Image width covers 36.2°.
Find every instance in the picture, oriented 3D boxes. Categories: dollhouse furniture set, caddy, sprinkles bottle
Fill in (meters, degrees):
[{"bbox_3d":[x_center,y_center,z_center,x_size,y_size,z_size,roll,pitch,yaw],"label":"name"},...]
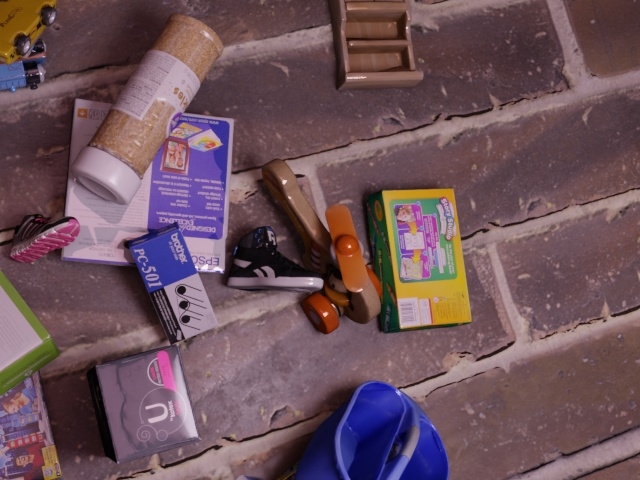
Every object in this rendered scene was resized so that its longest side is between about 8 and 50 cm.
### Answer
[{"bbox_3d":[0.149,-0.471,1.871,0.362,0.394,0.257,-5,82,-17],"label":"dollhouse furniture set"},{"bbox_3d":[0.108,0.399,1.747,0.241,0.179,0.341,45,29,-5],"label":"caddy"},{"bbox_3d":[-0.311,-0.240,1.772,0.121,0.121,0.355,31,73,-9],"label":"sprinkles bottle"}]

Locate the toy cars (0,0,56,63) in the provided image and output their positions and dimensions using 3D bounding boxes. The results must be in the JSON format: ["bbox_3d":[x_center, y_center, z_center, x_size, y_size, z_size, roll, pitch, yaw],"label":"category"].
[{"bbox_3d":[-0.582,-0.444,1.771,0.176,0.087,0.394,-11,56,-25],"label":"toy cars"}]

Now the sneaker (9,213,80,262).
[{"bbox_3d":[-0.494,-0.020,1.740,0.063,0.170,0.075,16,58,-48],"label":"sneaker"}]

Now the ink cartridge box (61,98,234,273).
[{"bbox_3d":[-0.324,-0.097,1.842,0.303,0.072,0.307,6,81,-16],"label":"ink cartridge box"}]

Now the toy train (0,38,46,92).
[{"bbox_3d":[-0.592,-0.320,1.799,0.184,0.080,0.105,-13,93,-21],"label":"toy train"}]

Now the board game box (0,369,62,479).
[{"bbox_3d":[-0.565,0.338,1.695,0.194,0.060,0.194,-12,84,-17],"label":"board game box"}]

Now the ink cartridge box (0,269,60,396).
[{"bbox_3d":[-0.607,0.186,1.661,0.255,0.097,0.189,-36,70,-18],"label":"ink cartridge box"}]

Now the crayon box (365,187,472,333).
[{"bbox_3d":[0.195,0.037,1.948,0.165,0.081,0.279,-3,81,-24],"label":"crayon box"}]

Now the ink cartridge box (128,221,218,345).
[{"bbox_3d":[-0.267,0.079,1.784,0.097,0.046,0.207,-22,112,-8],"label":"ink cartridge box"}]

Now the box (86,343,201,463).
[{"bbox_3d":[-0.307,0.279,1.669,0.143,0.270,0.165,-13,85,-18],"label":"box"}]

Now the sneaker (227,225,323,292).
[{"bbox_3d":[-0.084,0.031,1.816,0.079,0.216,0.121,19,74,-51],"label":"sneaker"}]

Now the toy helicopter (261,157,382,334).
[{"bbox_3d":[0.000,0.000,1.827,0.140,0.235,0.355,-33,90,-18],"label":"toy helicopter"}]

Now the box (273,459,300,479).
[{"bbox_3d":[-0.082,0.480,1.812,0.169,0.054,0.059,-33,91,-18],"label":"box"}]

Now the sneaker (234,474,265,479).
[{"bbox_3d":[-0.076,0.553,1.716,0.182,0.127,0.315,-49,135,-8],"label":"sneaker"}]
